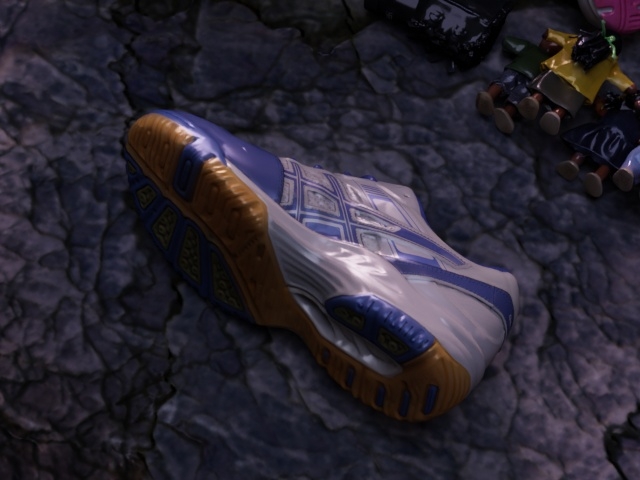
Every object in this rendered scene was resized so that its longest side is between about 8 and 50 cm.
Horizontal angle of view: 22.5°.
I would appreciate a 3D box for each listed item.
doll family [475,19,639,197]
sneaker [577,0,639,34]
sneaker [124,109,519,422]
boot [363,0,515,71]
[{"bbox_3d":[0.214,-0.101,1.184,0.193,0.076,0.111,41,63,9],"label":"doll family"},{"bbox_3d":[0.231,-0.275,1.255,0.103,0.111,0.252,11,76,-19],"label":"sneaker"},{"bbox_3d":[0.000,0.000,1.111,0.296,0.112,0.131,39,50,12],"label":"sneaker"},{"bbox_3d":[0.102,-0.195,1.233,0.099,0.045,0.121,31,72,13],"label":"boot"}]
